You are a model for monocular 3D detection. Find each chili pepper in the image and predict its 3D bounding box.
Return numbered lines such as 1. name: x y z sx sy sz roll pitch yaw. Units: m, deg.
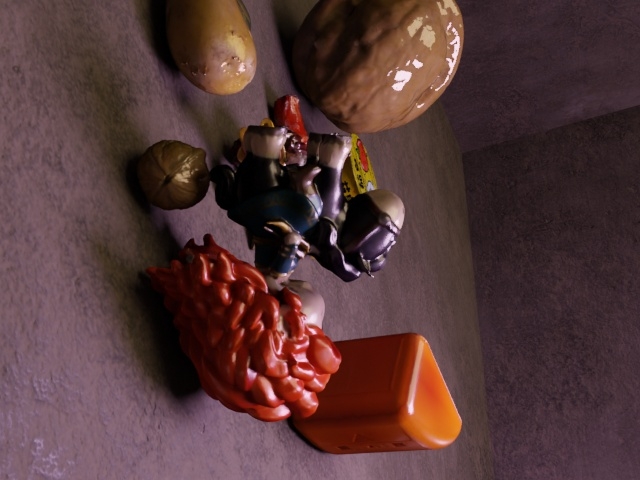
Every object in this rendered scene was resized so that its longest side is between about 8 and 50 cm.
1. chili pepper: -0.061 -0.233 1.704 0.070 0.073 0.123 -3 73 -28

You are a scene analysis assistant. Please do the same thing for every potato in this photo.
1. potato: -0.182 -0.345 1.332 0.234 0.146 0.150 69 -28 22

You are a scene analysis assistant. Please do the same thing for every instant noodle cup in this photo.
1. instant noodle cup: 0.029 -0.122 1.761 0.182 0.144 0.182 -15 90 -72

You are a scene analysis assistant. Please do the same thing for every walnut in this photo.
1. walnut: 0.126 -0.434 1.912 0.383 0.384 0.383 -14 90 -71
2. walnut: -0.203 -0.092 1.154 0.124 0.105 0.105 -47 121 -74

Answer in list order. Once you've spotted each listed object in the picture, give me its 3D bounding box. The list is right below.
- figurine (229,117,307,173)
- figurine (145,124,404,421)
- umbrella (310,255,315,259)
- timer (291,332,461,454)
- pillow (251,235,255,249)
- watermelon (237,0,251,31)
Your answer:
1. figurine: -0.093 -0.143 1.421 0.240 0.175 0.115 64 10 -88
2. figurine: -0.054 0.035 1.151 0.306 0.241 0.411 36 82 -32
3. umbrella: 0.000 0.000 1.752 0.040 0.037 0.144 47 26 -14
4. timer: 0.101 0.308 1.497 0.250 0.257 0.161 54 35 -43
5. pillow: -0.071 -0.039 1.529 0.113 0.038 0.203 -67 165 10
6. watermelon: -0.171 -0.411 1.503 0.078 0.078 0.110 -82 149 -48
